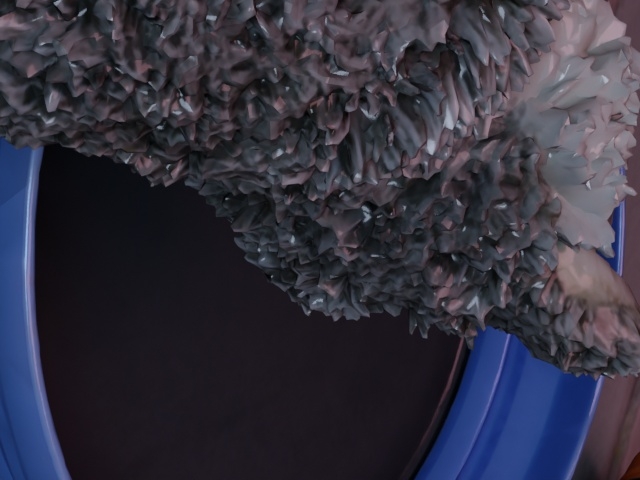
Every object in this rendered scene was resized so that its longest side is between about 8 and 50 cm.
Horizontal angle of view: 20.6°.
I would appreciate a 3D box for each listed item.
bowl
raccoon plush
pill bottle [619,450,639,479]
[{"bbox_3d":[0.000,0.000,0.769,0.391,0.077,0.391,-5,97,-48],"label":"bowl"},{"bbox_3d":[-0.077,-0.035,0.525,0.446,0.216,0.299,-24,123,-23],"label":"raccoon plush"},{"bbox_3d":[0.168,0.229,0.993,0.245,0.130,0.130,-52,132,-35],"label":"pill bottle"}]
